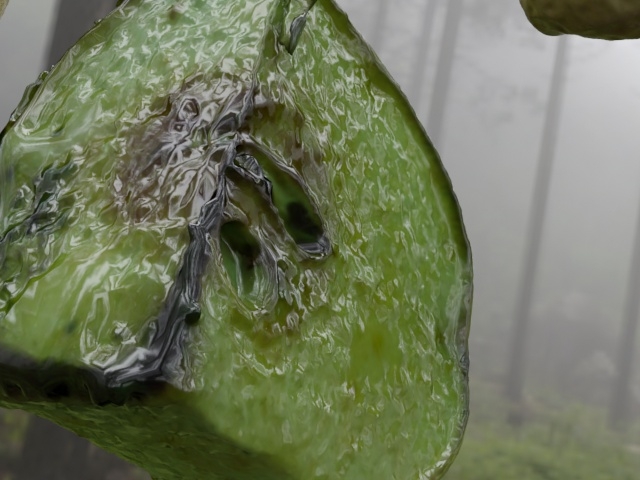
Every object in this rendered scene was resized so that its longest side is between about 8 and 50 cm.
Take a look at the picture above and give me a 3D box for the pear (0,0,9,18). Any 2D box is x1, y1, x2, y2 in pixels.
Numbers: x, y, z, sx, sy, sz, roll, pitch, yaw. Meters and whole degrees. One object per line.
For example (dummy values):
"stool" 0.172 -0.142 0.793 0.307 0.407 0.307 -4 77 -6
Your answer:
"pear" -0.366 -0.222 1.171 0.348 0.348 0.348 10 -9 2

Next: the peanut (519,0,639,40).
"peanut" 0.266 -0.221 1.297 0.256 0.124 0.123 -11 -18 24

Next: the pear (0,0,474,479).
"pear" -0.028 0.018 0.856 0.164 0.238 0.255 -5 -31 37
